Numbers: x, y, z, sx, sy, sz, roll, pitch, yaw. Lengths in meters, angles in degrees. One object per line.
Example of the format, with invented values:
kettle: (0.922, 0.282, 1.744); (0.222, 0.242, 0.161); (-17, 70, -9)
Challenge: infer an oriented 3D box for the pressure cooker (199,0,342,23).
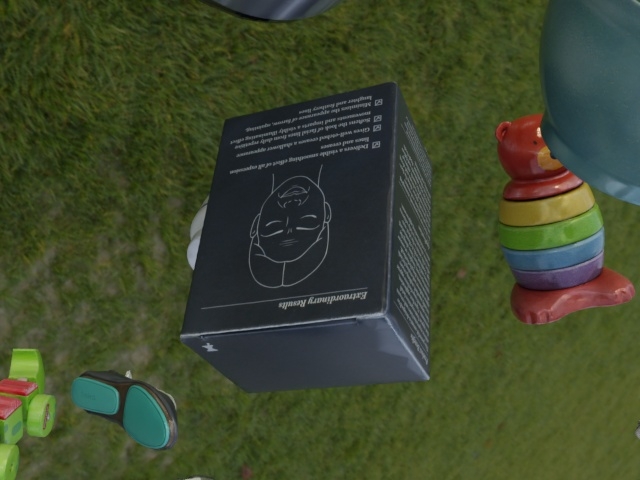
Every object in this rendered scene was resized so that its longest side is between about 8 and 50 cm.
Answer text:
pressure cooker: (-0.001, -0.476, 0.783); (0.376, 0.420, 0.369); (-20, 92, -30)

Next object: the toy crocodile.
toy crocodile: (-0.491, 0.280, 1.103); (0.115, 0.340, 0.105); (7, 111, 1)

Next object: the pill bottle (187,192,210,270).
pill bottle: (-0.178, -0.035, 1.521); (0.272, 0.153, 0.152); (-73, 174, -56)

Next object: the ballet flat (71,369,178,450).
ballet flat: (-0.221, 0.199, 0.897); (0.074, 0.203, 0.074); (-13, 107, -48)

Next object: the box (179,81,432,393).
box: (0.000, 0.000, 1.097); (0.212, 0.294, 0.395); (55, 34, -49)

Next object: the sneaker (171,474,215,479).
sneaker: (-0.101, 0.449, 0.934); (0.158, 0.182, 0.410); (-29, 137, 17)

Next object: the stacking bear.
stacking bear: (0.339, -0.047, 1.101); (0.176, 0.164, 0.288); (-15, 104, 0)

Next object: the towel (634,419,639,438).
towel: (0.665, 0.297, 1.098); (0.054, 0.317, 0.331); (4, 125, -31)

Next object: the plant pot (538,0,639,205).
plant pot: (0.343, -0.158, 0.737); (0.293, 0.293, 0.196); (-18, 143, -36)
